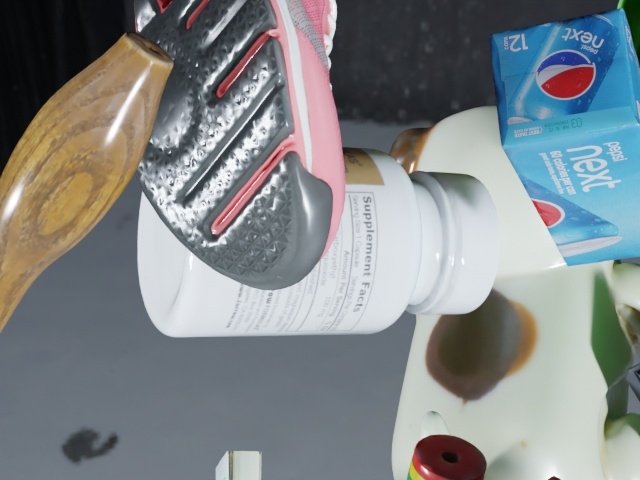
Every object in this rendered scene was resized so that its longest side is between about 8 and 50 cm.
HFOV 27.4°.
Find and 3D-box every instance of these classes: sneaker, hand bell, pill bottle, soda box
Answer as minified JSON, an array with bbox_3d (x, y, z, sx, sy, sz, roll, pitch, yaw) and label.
[{"bbox_3d":[-0.030,-0.119,0.676,0.136,0.116,0.314,8,54,-42],"label":"sneaker"},{"bbox_3d":[-0.128,0.026,0.476,0.126,0.242,0.126,33,16,-11],"label":"hand bell"},{"bbox_3d":[0.000,0.000,0.901,0.229,0.131,0.131,1,31,-24],"label":"pill bottle"},{"bbox_3d":[0.154,-0.049,0.744,0.071,0.210,0.067,-9,69,17],"label":"soda box"}]

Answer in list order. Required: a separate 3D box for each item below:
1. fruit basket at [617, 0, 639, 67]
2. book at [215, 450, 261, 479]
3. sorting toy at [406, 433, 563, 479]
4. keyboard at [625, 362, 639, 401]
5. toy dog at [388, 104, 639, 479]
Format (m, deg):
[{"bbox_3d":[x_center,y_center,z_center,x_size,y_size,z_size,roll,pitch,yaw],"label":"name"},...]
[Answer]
[{"bbox_3d":[0.370,-0.138,0.961,0.392,0.392,0.283,10,54,20],"label":"fruit basket"},{"bbox_3d":[-0.086,0.292,1.314,0.035,0.096,0.144,4,67,-15],"label":"book"},{"bbox_3d":[0.136,0.191,0.705,0.274,0.046,0.132,30,33,31],"label":"sorting toy"},{"bbox_3d":[0.349,0.162,1.114,0.108,0.180,0.023,-31,8,12],"label":"keyboard"},{"bbox_3d":[0.172,0.074,1.246,0.284,0.408,0.395,-6,-9,42],"label":"toy dog"}]
